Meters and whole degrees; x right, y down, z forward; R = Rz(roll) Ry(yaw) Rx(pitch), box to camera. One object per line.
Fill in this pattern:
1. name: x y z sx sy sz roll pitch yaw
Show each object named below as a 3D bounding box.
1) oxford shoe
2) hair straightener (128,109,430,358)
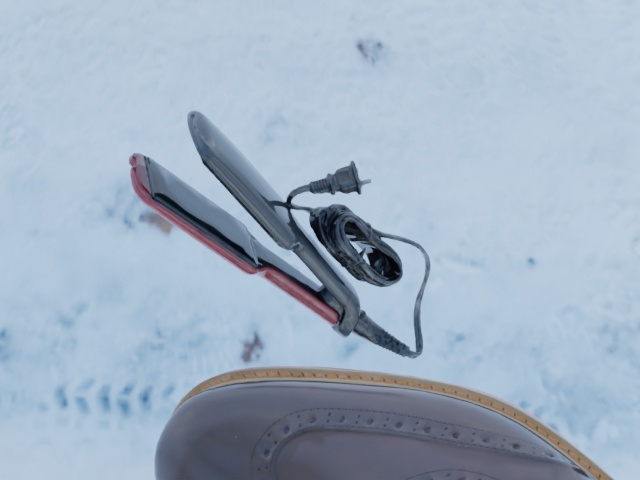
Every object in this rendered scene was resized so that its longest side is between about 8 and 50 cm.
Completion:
1. oxford shoe: 0.046 0.099 0.357 0.271 0.098 0.097 18 92 32
2. hair straightener: 0.000 0.000 0.719 0.089 0.047 0.230 -37 127 17
